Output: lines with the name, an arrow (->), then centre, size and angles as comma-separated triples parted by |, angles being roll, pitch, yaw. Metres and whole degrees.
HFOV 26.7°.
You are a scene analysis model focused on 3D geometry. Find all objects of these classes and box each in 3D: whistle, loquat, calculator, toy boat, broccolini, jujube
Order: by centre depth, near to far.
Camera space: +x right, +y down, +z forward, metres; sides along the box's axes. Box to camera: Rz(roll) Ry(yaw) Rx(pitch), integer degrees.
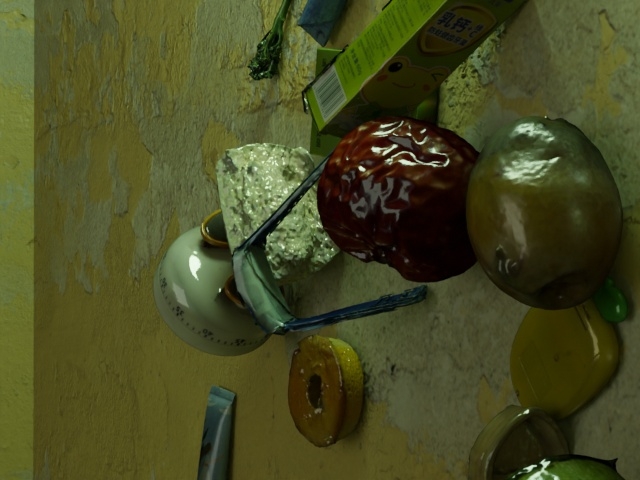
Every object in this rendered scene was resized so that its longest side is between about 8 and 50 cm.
loquat -> 0.251, -0.033, 1.536 | 0.179, 0.179, 0.227 | 127, 143, -49
calculator -> 0.293, 0.125, 1.608 | 0.235, 0.032, 0.146 | -62, 39, 45
toy boat -> 0.238, 0.282, 1.631 | 0.061, 0.116, 0.188 | -146, 57, -66
jujube -> 0.119, -0.054, 1.755 | 0.232, 0.213, 0.213 | 28, 116, 40
whistle -> 0.037, -0.427, 2.058 | 0.304, 0.062, 0.062 | -63, 39, 42
broccolini -> -0.065, -0.378, 2.285 | 0.239, 0.051, 0.054 | -67, 29, 26

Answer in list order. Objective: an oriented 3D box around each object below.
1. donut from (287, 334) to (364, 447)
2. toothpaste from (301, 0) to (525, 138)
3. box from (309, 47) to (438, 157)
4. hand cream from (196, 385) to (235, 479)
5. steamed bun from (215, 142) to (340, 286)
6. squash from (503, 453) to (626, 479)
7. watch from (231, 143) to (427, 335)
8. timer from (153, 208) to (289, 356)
donut -> 0.014, 0.233, 2.116 | 0.162, 0.065, 0.178 | 51, 133, 43
toothpaste -> 0.119, -0.253, 1.755 | 0.327, 0.110, 0.077 | -43, 49, 32
box -> 0.075, -0.196, 2.008 | 0.311, 0.043, 0.173 | 21, 109, 60
hand cream -> -0.201, 0.414, 2.546 | 0.091, 0.058, 0.271 | 10, 95, 59
steamed bun -> -0.063, -0.046, 2.122 | 0.170, 0.200, 0.226 | -18, 84, 15
squash -> 0.310, 0.427, 1.343 | 0.384, 0.263, 0.263 | 51, 134, 51
watch -> -0.009, -0.010, 1.946 | 0.274, 0.068, 0.276 | -18, 88, 26
timer -> -0.172, 0.094, 2.292 | 0.240, 0.233, 0.234 | -53, 45, 45
